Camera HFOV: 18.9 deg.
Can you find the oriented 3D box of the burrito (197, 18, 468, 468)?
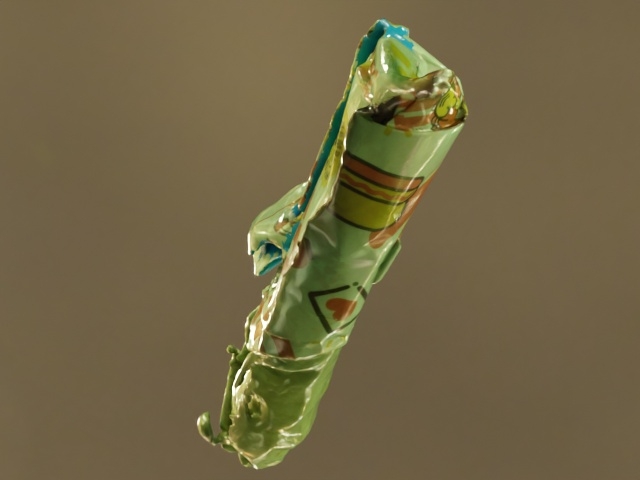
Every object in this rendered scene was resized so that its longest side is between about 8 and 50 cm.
[{"bbox_3d":[0.000,0.000,0.899,0.054,0.104,0.288,10,-45,-13],"label":"burrito"}]
